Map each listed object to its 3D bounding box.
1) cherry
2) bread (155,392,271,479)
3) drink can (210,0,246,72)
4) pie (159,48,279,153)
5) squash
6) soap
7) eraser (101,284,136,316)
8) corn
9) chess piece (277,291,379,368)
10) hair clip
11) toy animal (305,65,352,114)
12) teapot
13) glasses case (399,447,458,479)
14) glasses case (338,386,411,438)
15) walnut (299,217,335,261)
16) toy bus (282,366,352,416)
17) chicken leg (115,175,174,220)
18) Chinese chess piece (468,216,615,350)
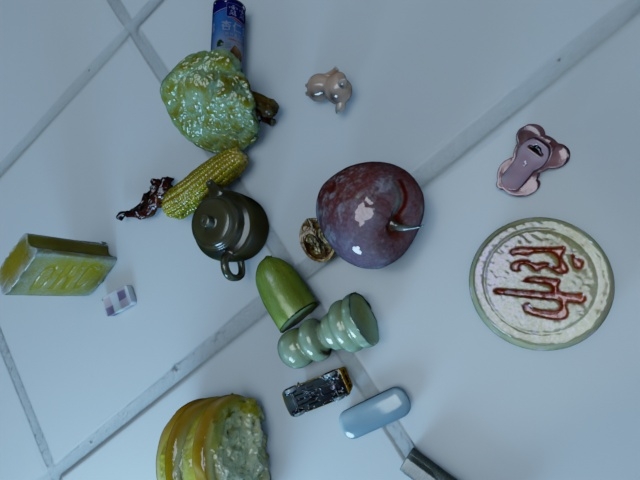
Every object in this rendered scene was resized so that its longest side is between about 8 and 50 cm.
[{"bbox_3d":[0.116,-0.055,1.057,0.285,0.213,0.236,19,61,43],"label":"cherry"},{"bbox_3d":[-0.273,0.540,1.145,0.269,0.211,0.316,-11,78,21],"label":"bread"},{"bbox_3d":[-0.259,-0.539,1.318,0.097,0.097,0.236,1,85,21],"label":"drink can"},{"bbox_3d":[-0.275,-0.352,1.246,0.257,0.106,0.274,-36,113,22],"label":"pie"},{"bbox_3d":[-0.097,0.119,1.171,0.123,0.123,0.187,-37,73,14],"label":"squash"},{"bbox_3d":[-0.741,0.076,1.343,0.089,0.274,0.173,45,101,20],"label":"soap"},{"bbox_3d":[-0.601,0.180,1.410,0.105,0.026,0.065,-29,77,16],"label":"eraser"},{"bbox_3d":[-0.315,-0.155,1.295,0.291,0.101,0.101,-31,74,15],"label":"corn"},{"bbox_3d":[0.005,0.227,1.122,0.243,0.133,0.133,-27,75,23],"label":"chess piece"},{"bbox_3d":[0.456,-0.169,1.032,0.123,0.102,0.138,40,132,22],"label":"hair clip"},{"bbox_3d":[0.021,-0.381,1.200,0.150,0.083,0.089,19,70,39],"label":"toy animal"},{"bbox_3d":[-0.247,-0.026,1.216,0.185,0.175,0.268,-18,78,21],"label":"teapot"},{"bbox_3d":[0.271,0.528,1.006,0.204,0.070,0.047,31,92,22],"label":"glasses case"},{"bbox_3d":[0.124,0.398,1.091,0.178,0.045,0.067,-31,74,16],"label":"glasses case"},{"bbox_3d":[0.000,0.000,1.180,0.091,0.052,0.121,-32,72,17],"label":"walnut"},{"bbox_3d":[-0.008,0.360,1.132,0.162,0.074,0.070,-26,83,15],"label":"toy bus"},{"bbox_3d":[-0.509,-0.112,1.394,0.219,0.048,0.090,-42,68,13],"label":"chicken leg"},{"bbox_3d":[0.443,0.087,0.966,0.269,0.112,0.271,-3,83,20],"label":"Chinese chess piece"}]
